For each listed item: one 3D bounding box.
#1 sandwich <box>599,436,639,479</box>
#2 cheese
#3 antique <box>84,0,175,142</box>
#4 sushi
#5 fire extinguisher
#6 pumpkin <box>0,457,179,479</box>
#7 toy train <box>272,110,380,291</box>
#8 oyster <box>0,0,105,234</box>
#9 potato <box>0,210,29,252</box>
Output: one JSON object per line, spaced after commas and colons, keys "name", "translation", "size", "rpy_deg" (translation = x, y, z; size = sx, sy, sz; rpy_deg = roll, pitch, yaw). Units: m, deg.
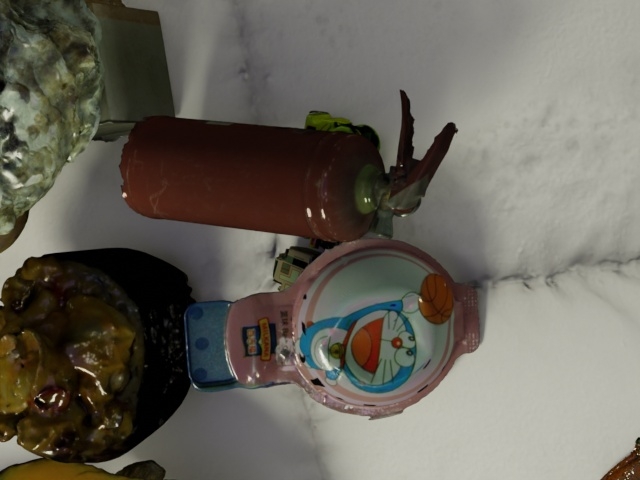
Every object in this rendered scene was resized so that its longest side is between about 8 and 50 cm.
{"name": "sandwich", "translation": [0.296, 0.242, 1.638], "size": [0.069, 0.026, 0.101], "rpy_deg": [42, 110, 13]}
{"name": "cheese", "translation": [0.013, 0.089, 1.672], "size": [0.286, 0.074, 0.189], "rpy_deg": [-5, 106, -7]}
{"name": "antique", "translation": [-0.252, -0.172, 1.762], "size": [0.152, 0.147, 0.148], "rpy_deg": [-8, 91, 22]}
{"name": "sushi", "translation": [-0.246, 0.116, 1.759], "size": [0.200, 0.204, 0.213], "rpy_deg": [-8, 87, 28]}
{"name": "fire extinguisher", "translation": [-0.026, -0.077, 1.649], "size": [0.337, 0.106, 0.147], "rpy_deg": [6, 87, 31]}
{"name": "pumpkin", "translation": [-0.213, 0.313, 1.750], "size": [0.317, 0.139, 0.222], "rpy_deg": [11, 63, 1]}
{"name": "toy train", "translation": [0.000, 0.000, 1.726], "size": [0.085, 0.053, 0.249], "rpy_deg": [17, 102, 29]}
{"name": "oyster", "translation": [-0.296, -0.157, 1.645], "size": [0.198, 0.112, 0.267], "rpy_deg": [-26, 84, 21]}
{"name": "potato", "translation": [-0.423, -0.033, 1.816], "size": [0.266, 0.229, 0.229], "rpy_deg": [-24, 86, 27]}
